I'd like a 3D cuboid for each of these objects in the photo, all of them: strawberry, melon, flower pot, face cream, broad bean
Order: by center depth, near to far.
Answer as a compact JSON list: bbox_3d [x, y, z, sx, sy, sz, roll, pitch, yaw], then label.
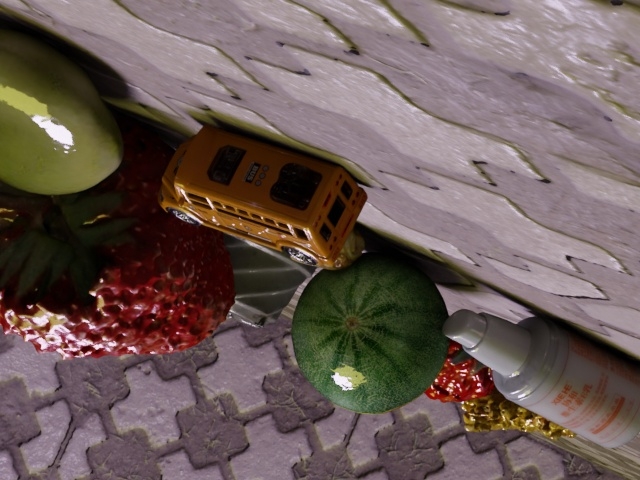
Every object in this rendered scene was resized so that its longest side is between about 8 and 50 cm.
[{"bbox_3d":[-0.272,-0.117,1.467,0.189,0.121,0.263,27,172,4],"label":"broad bean"},{"bbox_3d":[-0.234,0.009,1.669,0.261,0.261,0.257,22,170,20],"label":"strawberry"},{"bbox_3d":[0.244,0.138,1.724,0.251,0.101,0.101,28,173,-25],"label":"face cream"},{"bbox_3d":[0.058,0.103,1.774,0.182,0.182,0.287,24,180,4],"label":"melon"},{"bbox_3d":[-0.098,0.017,1.843,0.235,0.140,0.235,22,174,2],"label":"flower pot"},{"bbox_3d":[0.162,0.169,2.258,0.190,0.111,0.236,25,175,-30],"label":"strawberry"}]

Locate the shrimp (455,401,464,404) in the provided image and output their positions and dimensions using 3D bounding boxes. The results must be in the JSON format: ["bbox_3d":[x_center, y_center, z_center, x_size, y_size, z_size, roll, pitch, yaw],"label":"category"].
[{"bbox_3d":[0.151,0.187,2.663,0.272,0.085,0.445,34,175,-27],"label":"shrimp"}]

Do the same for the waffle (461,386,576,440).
[{"bbox_3d":[0.302,0.248,2.285,0.197,0.070,0.193,-3,-176,-33],"label":"waffle"}]

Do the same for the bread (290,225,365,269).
[{"bbox_3d":[0.000,0.000,1.689,0.066,0.060,0.110,10,-175,-39],"label":"bread"}]

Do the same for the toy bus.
[{"bbox_3d":[-0.063,-0.049,1.410,0.194,0.083,0.088,18,162,27],"label":"toy bus"}]
